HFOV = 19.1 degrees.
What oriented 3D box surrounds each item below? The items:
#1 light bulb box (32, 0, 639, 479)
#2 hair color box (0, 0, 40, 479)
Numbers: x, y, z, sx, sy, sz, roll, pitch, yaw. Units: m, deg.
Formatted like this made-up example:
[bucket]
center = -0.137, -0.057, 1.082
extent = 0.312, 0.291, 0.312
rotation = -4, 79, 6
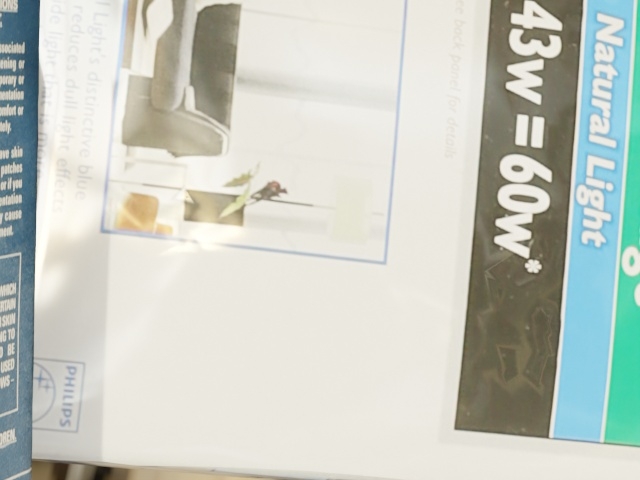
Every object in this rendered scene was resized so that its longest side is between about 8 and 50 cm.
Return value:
[light bulb box]
center = 0.000, 0.000, 0.926
extent = 0.358, 0.361, 0.225
rotation = 167, 108, -76
[hair color box]
center = -0.174, -0.071, 0.526
extent = 0.105, 0.174, 0.347
rotation = -11, -76, -69
